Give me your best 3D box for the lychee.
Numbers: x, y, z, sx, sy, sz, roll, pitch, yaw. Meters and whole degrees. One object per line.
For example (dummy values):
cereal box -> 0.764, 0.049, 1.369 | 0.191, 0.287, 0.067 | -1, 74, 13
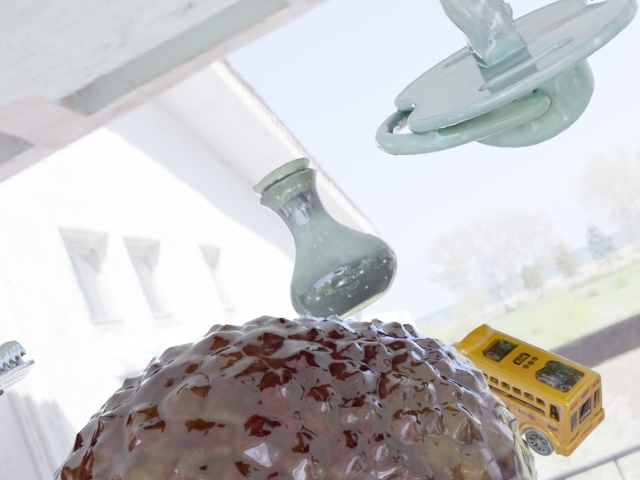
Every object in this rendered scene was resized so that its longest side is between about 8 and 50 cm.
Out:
lychee -> -0.011, 0.158, 0.406 | 0.261, 0.260, 0.260 | -23, -8, -3

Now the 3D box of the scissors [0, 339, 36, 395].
scissors -> -0.219, 0.096, 0.439 | 0.118, 0.030, 0.242 | -38, 3, 8

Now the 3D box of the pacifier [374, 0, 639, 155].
pacifier -> 0.152, -0.225, 0.822 | 0.288, 0.269, 0.343 | -31, 12, 7

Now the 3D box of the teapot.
teapot -> 0.000, 0.000, 1.246 | 0.183, 0.251, 0.183 | -29, -12, -7

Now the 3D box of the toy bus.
toy bus -> 0.172, 0.128, 0.723 | 0.069, 0.074, 0.162 | -32, 36, -32
